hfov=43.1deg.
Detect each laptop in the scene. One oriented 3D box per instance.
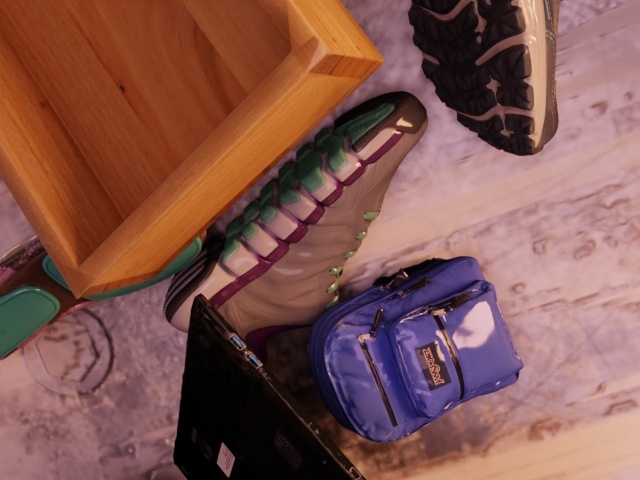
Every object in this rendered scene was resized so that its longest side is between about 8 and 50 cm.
[{"bbox_3d":[0.041,0.156,0.508,0.264,0.136,0.234,45,147,20],"label":"laptop"}]

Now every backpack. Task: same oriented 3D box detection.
[{"bbox_3d":[0.055,0.068,0.511,0.120,0.101,0.098,-22,89,-11],"label":"backpack"}]

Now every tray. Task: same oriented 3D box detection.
[{"bbox_3d":[-0.164,-0.195,0.468,0.203,0.076,0.411,-40,78,27],"label":"tray"}]

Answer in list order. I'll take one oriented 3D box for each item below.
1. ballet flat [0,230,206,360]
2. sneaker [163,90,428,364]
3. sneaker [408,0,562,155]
[{"bbox_3d":[-0.182,0.016,0.569,0.221,0.079,0.077,-29,136,13],"label":"ballet flat"},{"bbox_3d":[0.000,0.000,0.546,0.224,0.083,0.098,-41,110,18],"label":"sneaker"},{"bbox_3d":[0.117,-0.190,0.472,0.122,0.110,0.283,-22,111,-19],"label":"sneaker"}]
